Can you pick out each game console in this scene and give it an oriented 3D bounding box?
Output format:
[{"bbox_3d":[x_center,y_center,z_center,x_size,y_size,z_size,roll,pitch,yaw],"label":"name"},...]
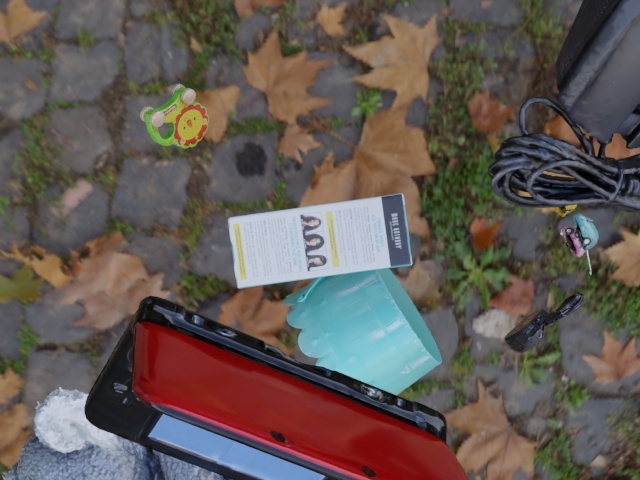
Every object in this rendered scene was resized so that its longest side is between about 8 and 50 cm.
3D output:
[{"bbox_3d":[-0.021,0.090,0.435,0.144,0.124,0.085,24,40,-14],"label":"game console"}]

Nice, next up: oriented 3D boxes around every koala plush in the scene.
[{"bbox_3d":[-0.166,0.217,0.954,0.221,0.196,0.203,21,51,-10],"label":"koala plush"}]

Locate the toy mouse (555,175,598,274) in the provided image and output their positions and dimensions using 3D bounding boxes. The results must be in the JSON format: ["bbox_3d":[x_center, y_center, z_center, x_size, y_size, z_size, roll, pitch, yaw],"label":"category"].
[{"bbox_3d":[0.416,-0.014,1.721,0.031,0.161,0.143,-20,68,-3],"label":"toy mouse"}]

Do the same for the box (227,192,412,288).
[{"bbox_3d":[0.000,0.000,1.492,0.244,0.060,0.101,-7,91,2],"label":"box"}]

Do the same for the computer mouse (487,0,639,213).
[{"bbox_3d":[0.231,-0.132,0.681,0.188,0.072,0.272,5,113,-24],"label":"computer mouse"}]

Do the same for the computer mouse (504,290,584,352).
[{"bbox_3d":[0.349,0.130,1.656,0.071,0.242,0.041,-39,85,-19],"label":"computer mouse"}]

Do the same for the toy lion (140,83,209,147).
[{"bbox_3d":[-0.211,-0.175,1.596,0.034,0.096,0.100,25,54,38],"label":"toy lion"}]

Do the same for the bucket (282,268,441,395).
[{"bbox_3d":[0.080,0.164,1.941,0.183,0.281,0.281,-32,70,8],"label":"bucket"}]
